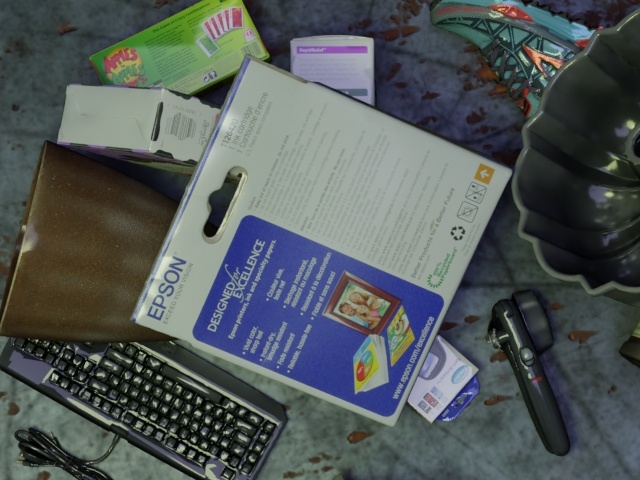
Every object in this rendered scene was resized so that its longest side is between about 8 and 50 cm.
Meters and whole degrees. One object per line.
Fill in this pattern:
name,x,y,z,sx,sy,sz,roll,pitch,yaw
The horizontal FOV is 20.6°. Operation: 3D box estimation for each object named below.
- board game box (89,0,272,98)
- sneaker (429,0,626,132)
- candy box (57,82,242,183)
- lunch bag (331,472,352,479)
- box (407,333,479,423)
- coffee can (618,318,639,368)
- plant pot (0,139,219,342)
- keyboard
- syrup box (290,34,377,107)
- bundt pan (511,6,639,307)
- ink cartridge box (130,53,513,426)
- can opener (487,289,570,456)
board game box,-0.156,-0.202,1.973,0.181,0.043,0.092,-27,85,1
sneaker,0.234,-0.192,1.923,0.262,0.104,0.125,20,90,4
candy box,-0.149,-0.110,1.864,0.165,0.196,0.070,8,86,47
lunch bag,0.070,0.384,1.830,0.169,0.235,0.287,-31,85,1
box,0.110,0.138,1.948,0.136,0.028,0.081,41,89,6
coffee can,0.467,0.046,1.846,0.201,0.201,0.275,29,89,4
plant pot,-0.211,0.025,1.897,0.230,0.215,0.215,15,87,-11
keyboard,-0.217,0.200,1.960,0.317,0.033,0.201,28,89,5
syrup box,0.015,-0.101,1.932,0.096,0.093,0.237,1,87,2
bundt pan,0.362,-0.075,1.775,0.124,0.331,0.331,31,88,-40
ink cartridge box,0.000,0.000,1.837,0.307,0.072,0.304,24,97,-9
can opener,0.233,0.148,1.924,0.073,0.059,0.186,-18,86,1
